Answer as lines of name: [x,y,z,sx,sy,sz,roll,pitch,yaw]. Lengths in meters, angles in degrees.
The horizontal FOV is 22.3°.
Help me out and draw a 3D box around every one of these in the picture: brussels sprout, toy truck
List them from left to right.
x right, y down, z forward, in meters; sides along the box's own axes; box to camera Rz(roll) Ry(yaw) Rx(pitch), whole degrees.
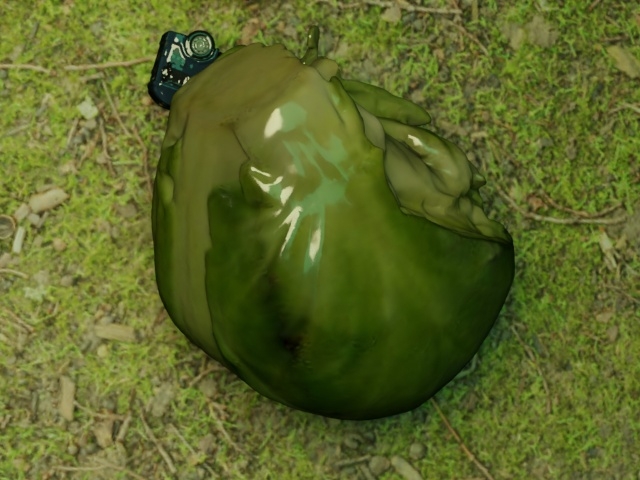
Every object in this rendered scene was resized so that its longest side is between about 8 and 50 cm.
toy truck: [-0.073,-0.143,1.626,0.202,0.074,0.088,20,88,-14]
brussels sprout: [0.000,0.000,1.503,0.315,0.276,0.371,-41,119,3]
